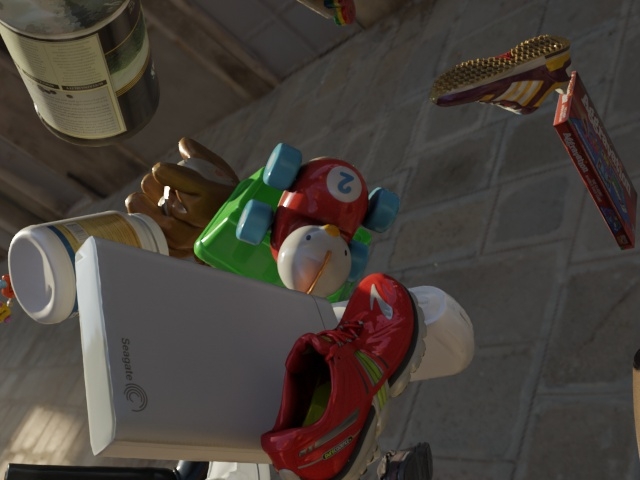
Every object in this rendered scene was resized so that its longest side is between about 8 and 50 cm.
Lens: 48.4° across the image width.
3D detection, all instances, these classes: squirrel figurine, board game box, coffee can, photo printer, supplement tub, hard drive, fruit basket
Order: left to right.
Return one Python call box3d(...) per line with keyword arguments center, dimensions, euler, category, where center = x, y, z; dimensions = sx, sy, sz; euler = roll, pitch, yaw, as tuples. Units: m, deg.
box3d(center=(-0.355, -0.294, 1.052), dimensions=(0.275, 0.201, 0.201), euler=(103, -168, -66), category="coffee can")
box3d(center=(-0.346, 0.034, 1.078), dimensions=(0.144, 0.144, 0.200), euler=(-31, -9, 39), category="supplement tub")
box3d(center=(-0.335, -0.015, 1.896), dimensions=(0.370, 0.397, 0.281), euler=(-54, 17, 21), category="squirrel figurine")
box3d(center=(-0.094, 0.134, 0.803), dimensions=(0.047, 0.353, 0.233), euler=(-43, 49, 29), category="hard drive")
box3d(center=(-0.101, 0.055, 1.666), dimensions=(0.392, 0.392, 0.283), euler=(-16, 36, 52), category="fruit basket")
box3d(center=(0.158, 0.204, 1.466), dimensions=(0.307, 0.256, 0.107), euler=(-12, 52, 17), category="photo printer")
box3d(center=(0.468, -0.131, 1.194), dimensions=(0.027, 0.281, 0.145), euler=(-17, 34, 37), category="board game box")

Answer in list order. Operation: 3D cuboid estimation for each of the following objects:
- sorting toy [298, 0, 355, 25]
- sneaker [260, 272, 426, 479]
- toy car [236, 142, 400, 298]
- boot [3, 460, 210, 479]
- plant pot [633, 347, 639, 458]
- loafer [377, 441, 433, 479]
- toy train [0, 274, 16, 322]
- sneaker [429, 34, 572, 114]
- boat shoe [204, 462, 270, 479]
box3d(center=(0.001, -0.412, 1.046), dimensions=(0.046, 0.274, 0.132), euler=(0, 92, 24), category="sorting toy")
box3d(center=(0.025, 0.124, 0.730), dimensions=(0.107, 0.118, 0.279), euler=(-15, 34, 37), category="sneaker")
box3d(center=(0.000, 0.000, 1.097), dimensions=(0.210, 0.219, 0.238), euler=(-60, 17, 24), category="toy car")
box3d(center=(-0.371, 0.447, 1.368), dimensions=(0.146, 0.445, 0.367), euler=(153, 120, -71), category="boot")
box3d(center=(0.488, 0.236, 0.893), dimensions=(0.215, 0.230, 0.215), euler=(-25, 6, 3), category="plant pot")
box3d(center=(0.155, 0.461, 1.397), dimensions=(0.095, 0.302, 0.109), euler=(-8, 82, 17), category="loafer")
box3d(center=(-0.733, 0.130, 1.562), dimensions=(0.046, 0.166, 0.125), euler=(19, 112, 31), category="toy train")
box3d(center=(0.226, -0.184, 0.874), dimensions=(0.185, 0.084, 0.069), euler=(-20, 33, -5), category="sneaker")
box3d(center=(-0.122, 0.353, 0.955), dimensions=(0.095, 0.084, 0.258), euler=(-38, 46, 26), category="boat shoe")
